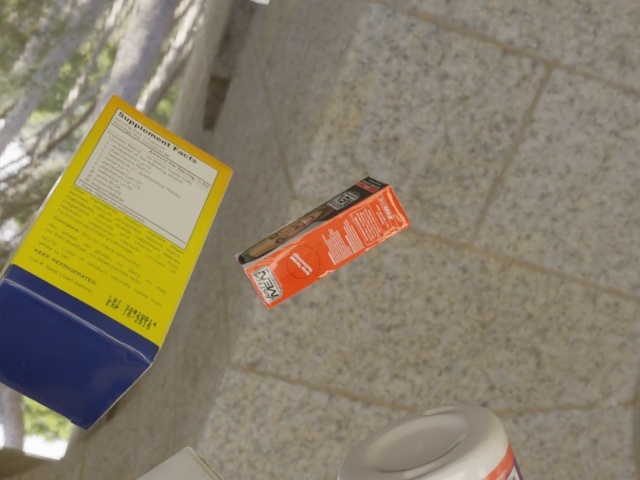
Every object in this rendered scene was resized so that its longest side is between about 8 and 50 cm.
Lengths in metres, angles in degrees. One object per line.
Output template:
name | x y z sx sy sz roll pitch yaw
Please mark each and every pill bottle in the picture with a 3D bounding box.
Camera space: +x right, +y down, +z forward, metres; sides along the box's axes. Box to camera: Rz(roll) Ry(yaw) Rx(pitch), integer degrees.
pill bottle | 0.092 0.210 0.616 0.108 0.193 0.108 -20 -169 4

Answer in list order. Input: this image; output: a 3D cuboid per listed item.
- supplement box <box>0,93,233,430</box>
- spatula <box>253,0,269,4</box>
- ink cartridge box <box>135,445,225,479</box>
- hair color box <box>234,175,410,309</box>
supplement box | -0.279 0.022 1.259 0.194 0.195 0.356 33 -138 -15
spatula | -0.160 -0.235 0.790 0.242 0.019 0.168 20 -174 -2
ink cartridge box | -0.081 0.195 0.572 0.088 0.122 0.052 -31 -147 -20
hair color box | 0.000 0.000 0.849 0.043 0.141 0.072 60 174 -14
